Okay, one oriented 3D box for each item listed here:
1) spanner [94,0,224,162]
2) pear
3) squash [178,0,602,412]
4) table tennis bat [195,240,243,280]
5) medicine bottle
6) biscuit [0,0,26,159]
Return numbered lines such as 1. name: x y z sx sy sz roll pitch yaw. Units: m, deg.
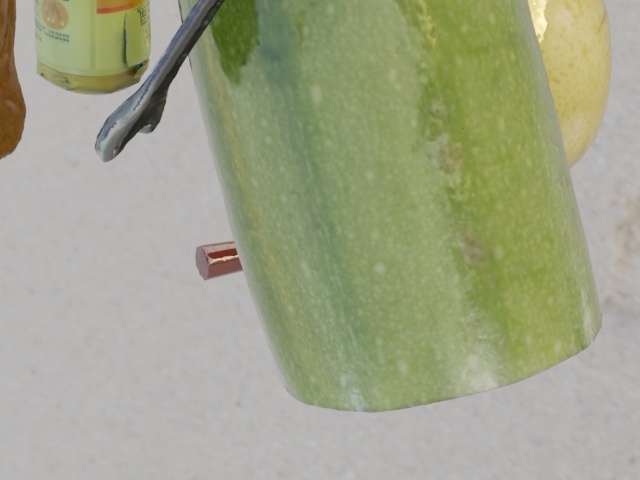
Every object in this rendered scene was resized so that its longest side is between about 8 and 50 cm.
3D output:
1. spanner: -0.050 -0.140 0.911 0.015 0.054 0.254 41 117 8
2. pear: 0.153 -0.192 1.794 0.309 0.309 0.309 -19 56 31
3. squash: 0.043 -0.094 1.271 0.263 0.263 0.384 -3 109 38
4. table tennis bat: 0.000 0.000 2.037 0.038 0.310 0.200 -29 74 64
5. medicine bottle: -0.225 -0.259 1.696 0.124 0.124 0.239 39 137 44
6. biscuit: -0.301 -0.165 1.129 0.049 0.273 0.257 -16 78 34
